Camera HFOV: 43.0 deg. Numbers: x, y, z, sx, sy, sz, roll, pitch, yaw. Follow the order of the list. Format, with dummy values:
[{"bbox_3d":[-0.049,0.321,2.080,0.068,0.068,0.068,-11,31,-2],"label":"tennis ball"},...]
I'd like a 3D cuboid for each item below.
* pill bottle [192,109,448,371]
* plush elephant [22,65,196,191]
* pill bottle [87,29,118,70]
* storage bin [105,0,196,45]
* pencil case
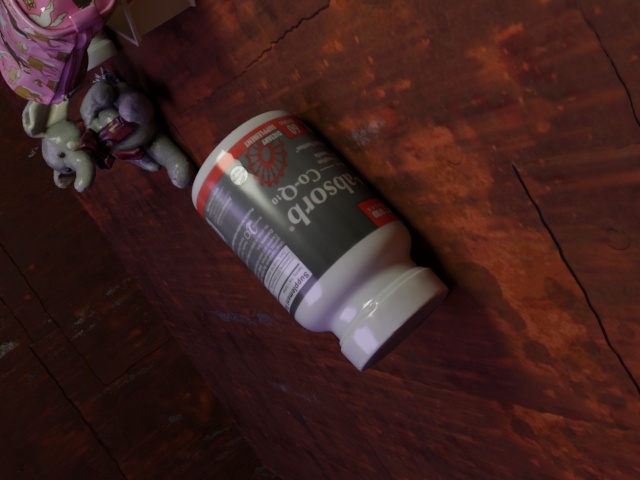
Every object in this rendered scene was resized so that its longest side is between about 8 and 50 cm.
[{"bbox_3d":[0.000,0.000,1.184,0.363,0.210,0.210,46,158,15],"label":"pill bottle"},{"bbox_3d":[-0.482,-0.215,1.744,0.330,0.255,0.272,43,169,32],"label":"plush elephant"},{"bbox_3d":[-0.531,-0.464,1.634,0.153,0.153,0.264,10,134,61],"label":"pill bottle"},{"bbox_3d":[-0.344,-0.481,1.260,0.262,0.123,0.260,36,154,38],"label":"storage bin"},{"bbox_3d":[-0.420,-0.335,1.265,0.167,0.160,0.386,23,165,-18],"label":"pencil case"}]
